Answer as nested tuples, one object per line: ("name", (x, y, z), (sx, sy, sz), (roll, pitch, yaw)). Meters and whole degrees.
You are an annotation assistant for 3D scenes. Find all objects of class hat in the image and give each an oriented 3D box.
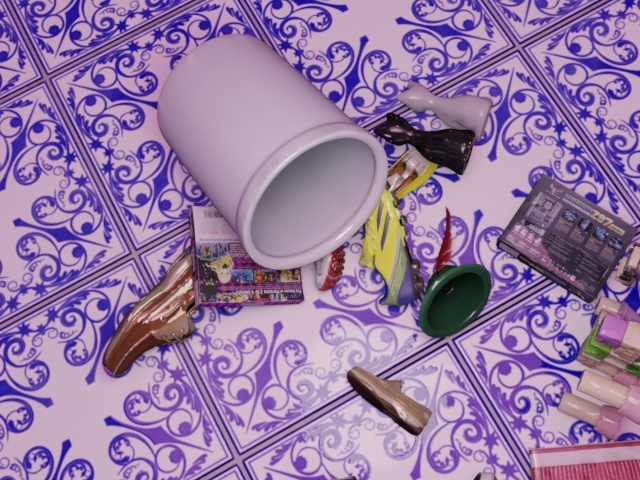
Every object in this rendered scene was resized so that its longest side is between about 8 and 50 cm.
("hat", (0.243, 0.077, 1.656), (0.208, 0.173, 0.183), (-26, 40, -17))

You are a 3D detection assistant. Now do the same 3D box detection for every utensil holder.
("utensil holder", (-0.106, -0.188, 1.567), (0.327, 0.328, 0.385), (-36, 57, -7))

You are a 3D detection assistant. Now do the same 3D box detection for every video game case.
("video game case", (-0.156, 0.033, 1.646), (0.232, 0.042, 0.210), (0, 72, -25))

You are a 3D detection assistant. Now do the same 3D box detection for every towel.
("towel", (0.539, 0.559, 1.502), (0.236, 0.037, 0.329), (-5, 69, 3))

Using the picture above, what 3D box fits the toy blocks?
("toy blocks", (0.637, 0.224, 1.472), (0.260, 0.288, 0.309), (22, 74, 16))

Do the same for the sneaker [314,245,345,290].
("sneaker", (0.000, 0.000, 1.684), (0.092, 0.088, 0.225), (-8, 71, 18))

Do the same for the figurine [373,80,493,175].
("figurine", (0.247, -0.262, 1.712), (0.209, 0.092, 0.215), (21, 50, 13))

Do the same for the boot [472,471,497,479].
("boot", (0.345, 0.578, 1.490), (0.176, 0.088, 0.244), (15, 83, 7))

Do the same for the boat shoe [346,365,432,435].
("boat shoe", (0.142, 0.311, 1.593), (0.190, 0.068, 0.072), (39, 67, 3))

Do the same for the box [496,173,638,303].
("box", (0.520, -0.006, 1.660), (0.232, 0.059, 0.183), (33, 78, 12))

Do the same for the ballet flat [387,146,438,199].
("ballet flat", (0.180, -0.141, 1.708), (0.231, 0.077, 0.077), (-42, 75, -9))

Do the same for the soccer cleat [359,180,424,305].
("soccer cleat", (0.127, -0.001, 1.629), (0.121, 0.093, 0.289), (-16, 94, 11))

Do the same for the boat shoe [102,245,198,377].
("boat shoe", (-0.314, 0.156, 1.629), (0.120, 0.122, 0.324), (38, 79, 6))

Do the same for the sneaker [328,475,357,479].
("sneaker", (0.079, 0.548, 1.510), (0.226, 0.086, 0.164), (15, 78, 9))
